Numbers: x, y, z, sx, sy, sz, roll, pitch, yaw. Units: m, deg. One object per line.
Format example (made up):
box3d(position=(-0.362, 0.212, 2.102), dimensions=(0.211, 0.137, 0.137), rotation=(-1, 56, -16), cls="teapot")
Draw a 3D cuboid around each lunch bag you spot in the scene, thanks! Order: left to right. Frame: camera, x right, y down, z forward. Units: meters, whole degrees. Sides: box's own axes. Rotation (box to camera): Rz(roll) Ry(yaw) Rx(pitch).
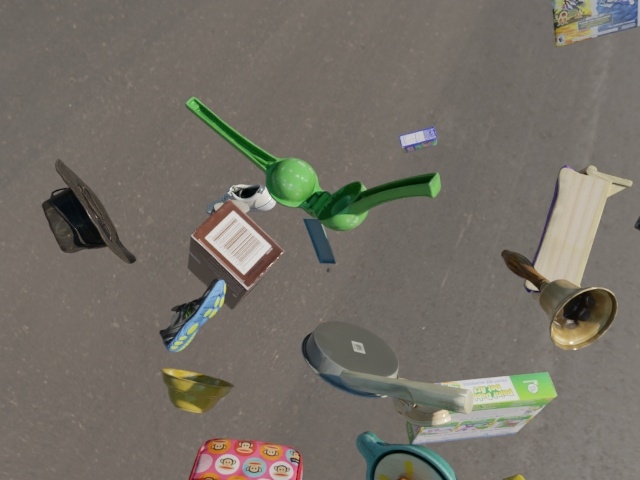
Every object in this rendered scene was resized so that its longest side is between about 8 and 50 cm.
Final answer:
box3d(position=(-0.199, 0.650, 1.363), dimensions=(0.293, 0.120, 0.258), rotation=(5, 23, 2), cls="lunch bag")

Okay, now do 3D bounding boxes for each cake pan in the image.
box3d(position=(0.092, 0.318, 1.461), dimensions=(0.293, 0.054, 0.293), rotation=(19, 20, -7), cls="cake pan")

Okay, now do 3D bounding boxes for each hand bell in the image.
box3d(position=(0.412, 0.080, 0.979), dimensions=(0.126, 0.126, 0.242), rotation=(4, 25, -17), cls="hand bell")

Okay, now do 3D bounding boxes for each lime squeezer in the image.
box3d(position=(-0.018, -0.061, 0.518), dimensions=(0.310, 0.110, 0.059), rotation=(26, 81, 35), cls="lime squeezer")

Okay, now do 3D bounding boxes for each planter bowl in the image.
box3d(position=(-0.362, 0.437, 1.503), dimensions=(0.217, 0.217, 0.090), rotation=(15, 79, -11), cls="planter bowl")

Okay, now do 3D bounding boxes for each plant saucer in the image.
box3d(position=(0.000, 0.000, 1.786), dimensions=(0.067, 0.192, 0.018), rotation=(1, 38, 31), cls="plant saucer")

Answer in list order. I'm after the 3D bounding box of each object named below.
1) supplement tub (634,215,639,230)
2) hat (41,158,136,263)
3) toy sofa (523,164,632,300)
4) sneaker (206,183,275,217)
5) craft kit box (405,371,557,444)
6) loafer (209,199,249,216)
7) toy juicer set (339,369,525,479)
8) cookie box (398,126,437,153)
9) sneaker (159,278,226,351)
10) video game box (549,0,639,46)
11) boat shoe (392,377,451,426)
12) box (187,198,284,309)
box3d(position=(0.646, -0.004, 0.885), dimensions=(0.198, 0.106, 0.106), rotation=(32, 55, 21), cls="supplement tub")
box3d(position=(-0.624, -0.039, 1.355), dimensions=(0.134, 0.331, 0.331), rotation=(-35, 77, -12), cls="hat")
box3d(position=(0.653, -0.007, 1.383), dimensions=(0.177, 0.150, 0.363), rotation=(17, 89, 9), cls="toy sofa")
box3d(position=(-0.267, -0.134, 1.675), dimensions=(0.258, 0.091, 0.094), rotation=(-11, 45, 24), cls="sneaker")
box3d(position=(0.322, 0.357, 1.099), dimensions=(0.249, 0.247, 0.061), rotation=(-4, 57, -6), cls="craft kit box")
box3d(position=(-0.247, -0.081, 1.418), dimensions=(0.125, 0.039, 0.045), rotation=(-10, 61, -53), cls="loafer")
box3d(position=(0.145, 0.303, 0.639), dimensions=(0.089, 0.209, 0.329), rotation=(-13, 79, -52), cls="toy juicer set")
box3d(position=(0.293, -0.300, 1.577), dimensions=(0.107, 0.092, 0.040), rotation=(-13, 85, 11), cls="cookie box")
box3d(position=(-0.280, 0.153, 1.138), dimensions=(0.078, 0.067, 0.188), rotation=(41, 89, 23), cls="sneaker")
box3d(position=(0.637, -0.564, 1.205), dimensions=(0.205, 0.187, 0.048), rotation=(-9, 38, 23), cls="video game box")
box3d(position=(0.169, 0.281, 0.925), dimensions=(0.063, 0.170, 0.059), rotation=(-9, 89, -19), cls="boat shoe")
box3d(position=(-0.239, 0.052, 1.393), dimensions=(0.191, 0.381, 0.143), rotation=(43, 71, 0), cls="box")
